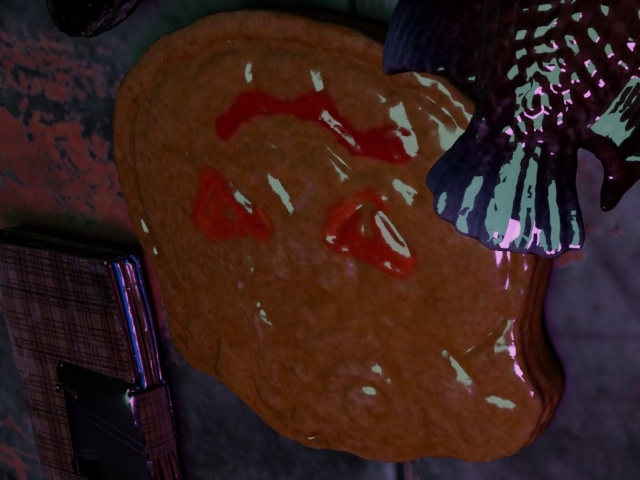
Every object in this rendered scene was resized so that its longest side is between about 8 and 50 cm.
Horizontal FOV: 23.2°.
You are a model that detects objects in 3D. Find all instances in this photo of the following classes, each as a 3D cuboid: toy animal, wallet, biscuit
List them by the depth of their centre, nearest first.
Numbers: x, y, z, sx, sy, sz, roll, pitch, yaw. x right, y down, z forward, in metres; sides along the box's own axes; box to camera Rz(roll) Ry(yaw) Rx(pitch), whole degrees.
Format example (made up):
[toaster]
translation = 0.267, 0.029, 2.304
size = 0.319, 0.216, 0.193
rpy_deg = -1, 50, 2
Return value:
[toy animal]
translation = 0.113, -0.091, 0.639
size = 0.218, 0.116, 0.179
rpy_deg = 30, 129, 33
[biscuit]
translation = -0.001, 0.001, 0.832
size = 0.273, 0.049, 0.257
rpy_deg = 9, 118, 38
[wallet]
translation = -0.147, 0.105, 1.009
size = 0.124, 0.042, 0.230
rpy_deg = 9, 115, 39

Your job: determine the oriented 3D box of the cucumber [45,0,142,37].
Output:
[cucumber]
translation = -0.090, -0.229, 0.769
size = 0.072, 0.081, 0.303
rpy_deg = -102, 19, -48
